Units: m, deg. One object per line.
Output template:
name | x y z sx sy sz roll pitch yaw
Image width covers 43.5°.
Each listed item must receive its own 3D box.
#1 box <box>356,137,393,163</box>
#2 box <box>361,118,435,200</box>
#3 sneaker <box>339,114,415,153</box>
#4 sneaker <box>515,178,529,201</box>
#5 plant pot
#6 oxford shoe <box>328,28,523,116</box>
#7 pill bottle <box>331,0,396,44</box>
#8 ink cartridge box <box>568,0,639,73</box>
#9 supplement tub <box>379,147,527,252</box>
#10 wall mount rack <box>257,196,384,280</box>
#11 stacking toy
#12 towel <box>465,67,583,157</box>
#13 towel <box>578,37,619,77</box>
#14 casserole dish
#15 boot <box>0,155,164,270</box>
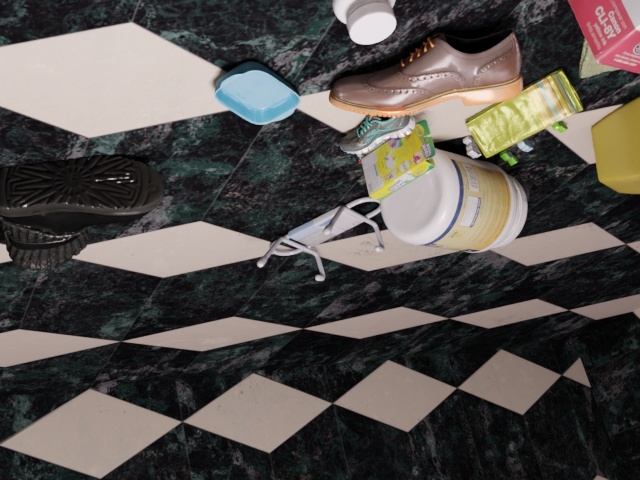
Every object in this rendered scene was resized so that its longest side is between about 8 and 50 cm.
box | 0.143 -0.218 1.771 0.137 0.027 0.094 -16 158 5
box | 0.173 -0.173 1.719 0.043 0.105 0.179 20 139 -41
sneaker | 0.111 -0.240 1.681 0.166 0.065 0.076 -23 139 12
sneaker | 0.419 -0.072 2.149 0.319 0.112 0.131 -18 146 28
plant pot | 0.776 -0.218 1.936 0.187 0.212 0.212 -15 161 38
oxford shoe | 0.190 -0.320 1.497 0.363 0.130 0.133 -8 125 3
pill bottle | 0.056 -0.376 1.176 0.094 0.169 0.094 -12 157 -5
ink cartridge box | 0.668 -0.455 1.358 0.279 0.160 0.384 3 152 -34
supplement tub | 0.322 -0.090 1.910 0.316 0.228 0.228 8 149 -41
wall mount rack | 0.000 0.000 2.057 0.350 0.130 0.304 -27 154 26
stacking toy | 0.460 -0.238 1.877 0.221 0.052 0.167 10 147 -45
towel | 0.438 -0.271 1.738 0.237 0.102 0.021 -27 -168 29
towel | 0.586 -0.386 1.641 0.110 0.027 0.148 -14 157 3
casserole dish | -0.117 -0.274 1.482 0.114 0.037 0.188 -25 154 24
boot | -0.490 -0.049 1.653 0.348 0.131 0.260 0 148 -6
